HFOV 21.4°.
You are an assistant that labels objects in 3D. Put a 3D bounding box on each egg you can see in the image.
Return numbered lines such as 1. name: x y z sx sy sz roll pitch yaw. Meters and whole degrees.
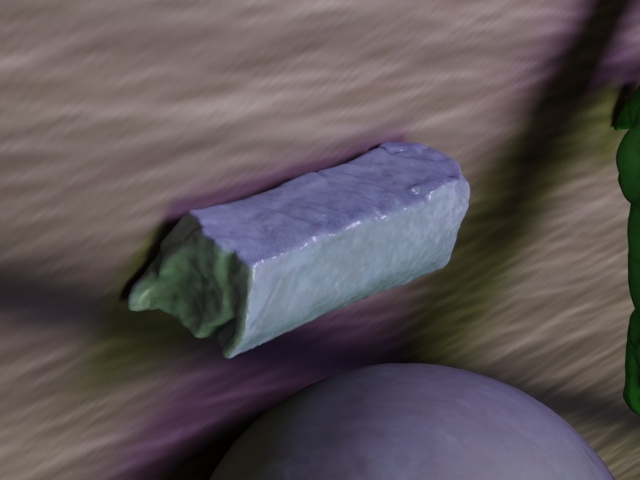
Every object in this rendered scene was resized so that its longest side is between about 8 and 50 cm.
1. egg: 0.060 0.201 0.993 0.258 0.258 0.352 -53 148 3

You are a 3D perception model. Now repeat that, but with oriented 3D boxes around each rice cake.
1. rice cake: 0.000 0.000 0.870 0.206 0.063 0.069 -18 136 -47

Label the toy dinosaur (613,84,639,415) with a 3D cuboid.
1. toy dinosaur: 0.207 -0.047 0.936 0.500 0.144 0.374 74 25 -46
